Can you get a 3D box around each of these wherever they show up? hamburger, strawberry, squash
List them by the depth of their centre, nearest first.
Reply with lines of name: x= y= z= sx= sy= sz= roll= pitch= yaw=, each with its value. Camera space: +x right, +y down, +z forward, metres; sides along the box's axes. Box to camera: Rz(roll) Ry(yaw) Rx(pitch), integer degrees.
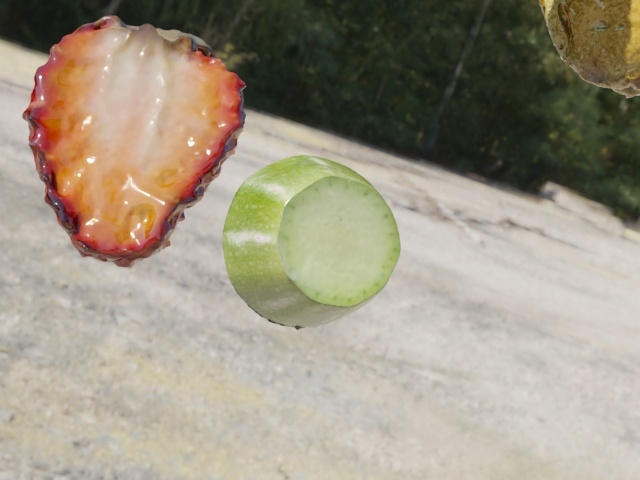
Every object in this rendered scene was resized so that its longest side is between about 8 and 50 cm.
squash: x=0.000 y=0.000 z=1.052 sx=0.170 sy=0.170 sz=0.123 roll=16 pitch=-7 yaw=-18
hamburger: x=0.370 y=-0.308 z=1.210 sx=0.158 sy=0.318 sz=0.319 roll=-11 pitch=28 yaw=-45
strawberry: x=-0.231 y=-0.110 z=1.394 sx=0.265 sy=0.336 sz=0.149 roll=7 pitch=-27 yaw=-4
